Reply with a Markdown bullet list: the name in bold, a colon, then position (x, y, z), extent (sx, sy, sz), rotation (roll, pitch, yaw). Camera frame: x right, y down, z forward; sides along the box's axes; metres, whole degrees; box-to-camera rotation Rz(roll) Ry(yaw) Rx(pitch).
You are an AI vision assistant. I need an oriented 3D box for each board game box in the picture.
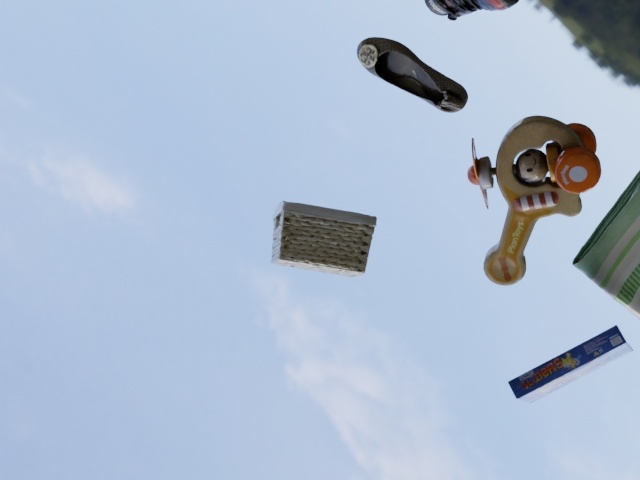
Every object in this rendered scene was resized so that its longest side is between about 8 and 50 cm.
- **board game box**: position (0.421, 0.210, 1.955), extent (0.035, 0.201, 0.136), rotation (64, -168, 19)

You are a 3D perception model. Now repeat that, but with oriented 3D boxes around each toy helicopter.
- **toy helicopter**: position (0.367, -0.071, 2.185), extent (0.235, 0.355, 0.140), rotation (14, -149, 0)

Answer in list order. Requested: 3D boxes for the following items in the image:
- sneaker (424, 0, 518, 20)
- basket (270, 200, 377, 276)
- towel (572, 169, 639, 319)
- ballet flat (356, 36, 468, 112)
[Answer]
- **sneaker**: position (0.253, -0.432, 2.015), extent (0.097, 0.135, 0.276), rotation (41, -171, -28)
- **basket**: position (0.000, 0.000, 1.983), extent (0.167, 0.113, 0.103), rotation (10, -97, -9)
- **towel**: position (0.602, 0.022, 2.005), extent (0.325, 0.248, 0.038), rotation (36, -178, -33)
- **ballet flat**: position (0.173, -0.321, 2.279), extent (0.250, 0.084, 0.058), rotation (33, -145, 14)
